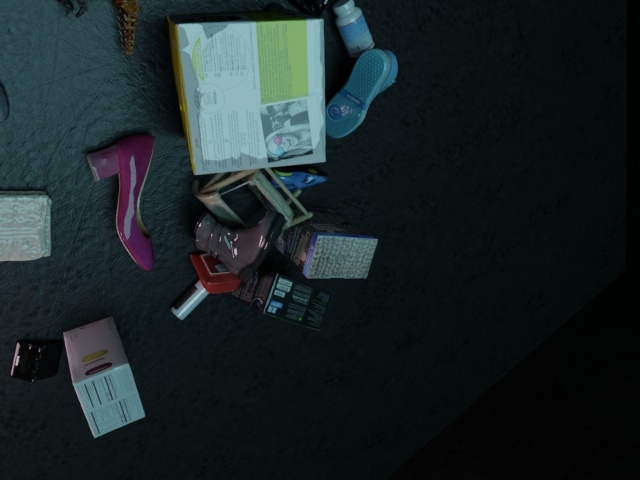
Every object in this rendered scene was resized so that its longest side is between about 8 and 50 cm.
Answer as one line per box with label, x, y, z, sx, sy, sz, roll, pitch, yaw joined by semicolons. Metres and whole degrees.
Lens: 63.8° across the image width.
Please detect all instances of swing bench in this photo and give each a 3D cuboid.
swing bench;-0.206;-0.120;1.545;0.254;0.165;0.253;-35;129;8

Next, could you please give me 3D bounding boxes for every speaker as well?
speaker;-0.417;0.191;1.668;0.136;0.055;0.055;-45;129;-5

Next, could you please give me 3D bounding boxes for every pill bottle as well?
pill bottle;0.097;-0.649;1.566;0.087;0.087;0.160;-40;128;-10

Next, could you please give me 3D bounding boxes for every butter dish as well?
butter dish;-0.323;0.116;1.637;0.160;0.160;0.118;-5;127;-31

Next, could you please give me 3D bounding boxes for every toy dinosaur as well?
toy dinosaur;-0.495;-0.604;1.179;0.218;0.164;0.322;-33;106;-35

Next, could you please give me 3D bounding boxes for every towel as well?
towel;-0.833;-0.038;1.295;0.282;0.049;0.187;-1;111;-31

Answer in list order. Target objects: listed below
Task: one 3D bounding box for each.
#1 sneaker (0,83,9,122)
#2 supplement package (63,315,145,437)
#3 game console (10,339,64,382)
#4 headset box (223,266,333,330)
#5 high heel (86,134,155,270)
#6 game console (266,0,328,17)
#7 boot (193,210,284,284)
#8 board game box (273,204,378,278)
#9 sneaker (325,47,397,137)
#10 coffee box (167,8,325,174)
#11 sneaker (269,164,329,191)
sneaker;-0.767;-0.364;1.144;0.083;0.098;0.224;-24;123;-21
supplement package;-0.629;0.386;1.493;0.145;0.262;0.204;-18;121;-25
game console;-0.830;0.346;1.507;0.107;0.071;0.122;17;104;-6
headset box;-0.149;0.175;1.698;0.246;0.283;0.131;25;82;-39
high heel;-0.486;-0.097;1.429;0.181;0.127;0.377;-20;119;-11
game console;-0.117;-0.646;1.461;0.213;0.044;0.361;27;96;-37
boot;-0.248;-0.014;1.453;0.222;0.338;0.118;35;48;-3
board game box;0.000;0.000;1.691;0.232;0.291;0.141;3;111;-34
sneaker;0.142;-0.475;1.662;0.319;0.127;0.208;-50;176;36
coffee box;-0.193;-0.393;1.310;0.334;0.338;0.338;-9;118;-15
sneaker;-0.071;-0.201;1.697;0.209;0.069;0.082;-3;126;-31
